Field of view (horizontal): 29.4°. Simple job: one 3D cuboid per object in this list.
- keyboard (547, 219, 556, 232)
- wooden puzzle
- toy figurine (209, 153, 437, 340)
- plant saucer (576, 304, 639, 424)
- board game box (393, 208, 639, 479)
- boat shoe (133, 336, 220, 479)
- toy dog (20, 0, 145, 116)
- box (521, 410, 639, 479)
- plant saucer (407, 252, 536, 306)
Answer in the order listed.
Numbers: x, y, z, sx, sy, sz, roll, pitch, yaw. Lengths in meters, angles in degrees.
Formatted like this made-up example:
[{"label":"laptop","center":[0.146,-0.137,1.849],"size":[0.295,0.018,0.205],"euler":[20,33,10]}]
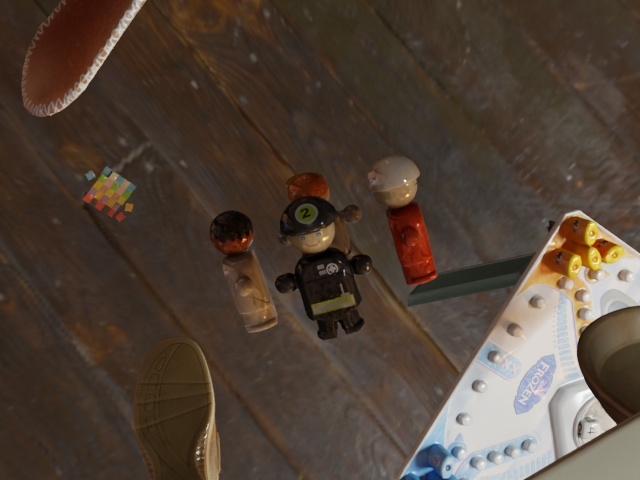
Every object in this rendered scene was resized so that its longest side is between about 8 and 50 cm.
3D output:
[{"label":"keyboard","center":[0.336,0.071,1.640],"size":[0.023,0.108,0.180],"euler":[-16,66,15]},{"label":"wooden puzzle","center":[-0.254,-0.058,1.466],"size":[0.049,0.083,0.006],"euler":[-52,41,4]},{"label":"toy figurine","center":[0.000,0.000,1.323],"size":[0.213,0.209,0.148],"euler":[-30,110,-38]},{"label":"plant saucer","center":[0.375,0.139,1.132],"size":[0.278,0.278,0.041],"euler":[9,115,4]},{"label":"board game box","center":[0.341,0.222,1.456],"size":[0.390,0.050,0.390],"euler":[32,89,-22]},{"label":"boat shoe","center":[-0.186,0.283,1.641],"size":[0.109,0.098,0.302],"euler":[-9,73,-1]},{"label":"toy dog","center":[-0.134,-0.154,0.432],"size":[0.161,0.333,0.220],"euler":[-42,115,-38]},{"label":"box","center":[0.112,0.153,0.489],"size":[0.275,0.094,0.113],"euler":[-24,53,-16]},{"label":"plant saucer","center":[0.199,0.050,1.587],"size":[0.192,0.067,0.018],"euler":[-13,109,41]}]
